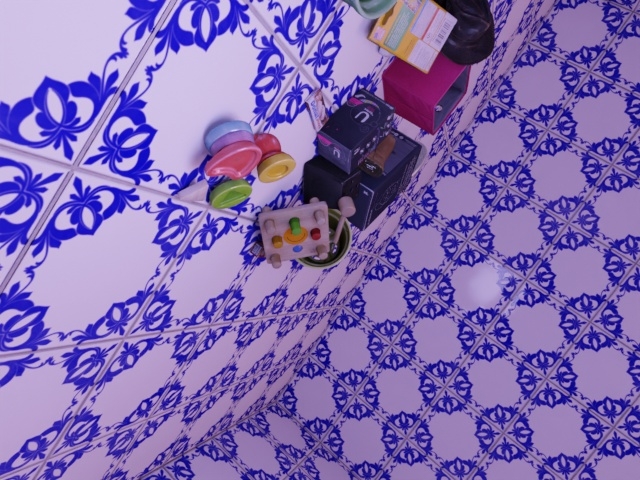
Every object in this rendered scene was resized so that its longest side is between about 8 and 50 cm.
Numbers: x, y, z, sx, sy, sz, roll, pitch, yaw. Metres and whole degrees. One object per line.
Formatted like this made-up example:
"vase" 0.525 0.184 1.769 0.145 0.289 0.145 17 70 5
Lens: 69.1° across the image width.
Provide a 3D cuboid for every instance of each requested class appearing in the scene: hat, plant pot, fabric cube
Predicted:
"hat" 0.546 -0.831 1.713 0.331 0.331 0.134 -48 -172 -17
"plant pot" 0.055 -0.229 1.828 0.188 0.166 0.188 -38 145 -39
"plant pot" 0.000 0.000 2.067 0.276 0.276 0.254 -52 173 -4
"fabric cube" 0.434 -0.641 1.920 0.254 0.258 0.259 -53 161 -5

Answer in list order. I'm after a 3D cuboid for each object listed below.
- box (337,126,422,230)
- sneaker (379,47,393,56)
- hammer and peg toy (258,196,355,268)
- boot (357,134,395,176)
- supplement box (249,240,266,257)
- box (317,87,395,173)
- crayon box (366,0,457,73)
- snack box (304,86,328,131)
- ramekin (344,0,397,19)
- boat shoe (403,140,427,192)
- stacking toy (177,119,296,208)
"box" 0.255 -0.294 2.179 0.395 0.212 0.294 -44 160 -29
"sneaker" 0.334 -0.737 1.721 0.290 0.123 0.106 -38 158 -35
"hammer and peg toy" -0.040 -0.029 1.747 0.360 0.127 0.266 -11 136 -8
"boot" 0.194 -0.404 1.969 0.089 0.236 0.270 -43 -163 42
"supplement box" -0.235 0.036 1.844 0.055 0.043 0.083 -58 162 9
"box" 0.132 -0.411 1.740 0.270 0.165 0.143 -47 161 -21
"crayon box" 0.297 -0.729 1.579 0.322 0.083 0.203 8 120 -42
"snack box" -0.011 -0.439 1.570 0.064 0.022 0.178 -50 162 -7
"ramekin" 0.125 -0.738 1.164 0.303 0.148 0.303 -46 160 -22
"boat shoe" 0.371 -0.321 2.478 0.500 0.186 0.156 -50 167 5
"stacking toy" -0.254 -0.222 1.323 0.279 0.131 0.309 -31 165 19
